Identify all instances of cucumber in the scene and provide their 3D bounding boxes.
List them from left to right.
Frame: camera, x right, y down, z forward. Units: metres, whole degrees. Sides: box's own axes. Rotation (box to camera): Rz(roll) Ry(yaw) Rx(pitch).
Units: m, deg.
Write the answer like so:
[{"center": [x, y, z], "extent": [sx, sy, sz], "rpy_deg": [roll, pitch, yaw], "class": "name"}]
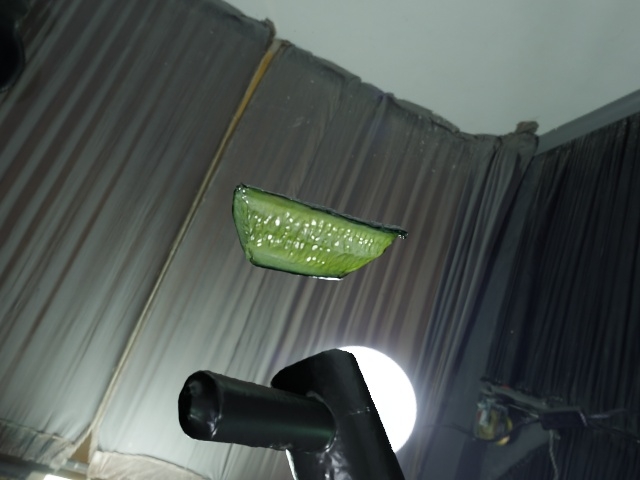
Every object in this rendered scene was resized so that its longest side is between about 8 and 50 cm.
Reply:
[{"center": [0.000, 0.000, 0.409], "extent": [0.220, 0.070, 0.046], "rpy_deg": [12, -170, -43], "class": "cucumber"}]

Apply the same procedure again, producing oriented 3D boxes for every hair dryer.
[{"center": [-0.013, 0.212, 0.382], "extent": [0.302, 0.116, 0.244], "rpy_deg": [42, -162, -51], "class": "hair dryer"}]
